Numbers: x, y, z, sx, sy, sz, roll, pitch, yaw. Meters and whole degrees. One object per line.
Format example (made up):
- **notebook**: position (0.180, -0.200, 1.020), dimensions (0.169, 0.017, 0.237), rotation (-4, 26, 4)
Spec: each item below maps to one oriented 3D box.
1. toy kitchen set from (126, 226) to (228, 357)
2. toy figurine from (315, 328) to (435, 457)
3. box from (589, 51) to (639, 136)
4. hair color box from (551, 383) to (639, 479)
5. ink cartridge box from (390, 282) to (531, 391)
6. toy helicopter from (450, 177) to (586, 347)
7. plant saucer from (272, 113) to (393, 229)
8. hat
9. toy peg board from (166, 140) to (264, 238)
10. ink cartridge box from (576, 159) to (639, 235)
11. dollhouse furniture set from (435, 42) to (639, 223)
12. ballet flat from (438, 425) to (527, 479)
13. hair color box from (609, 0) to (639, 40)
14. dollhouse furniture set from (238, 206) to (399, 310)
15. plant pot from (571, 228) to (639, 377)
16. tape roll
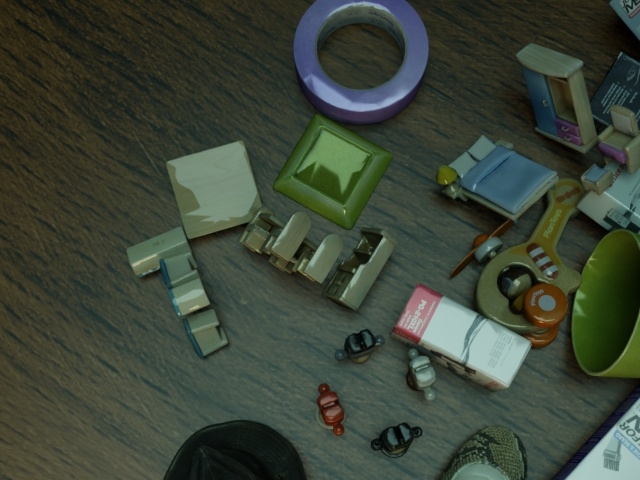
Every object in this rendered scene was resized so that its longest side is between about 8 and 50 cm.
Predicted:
- **toy kitchen set**: position (-0.283, 0.112, 1.964), dimensions (0.122, 0.166, 0.207), rotation (-22, 42, -4)
- **toy figurine**: position (0.107, 0.289, 1.882), dimensions (0.213, 0.148, 0.210), rotation (21, 73, 8)
- **box**: position (0.627, -0.266, 2.008), dimensions (0.158, 0.093, 0.156), rotation (33, 80, 8)
- **hair color box**: position (0.577, 0.440, 1.855), dimensions (0.185, 0.110, 0.339), rotation (44, 84, 8)
- **ink cartridge box**: position (0.261, 0.188, 1.879), dimensions (0.237, 0.172, 0.100), rotation (28, 80, 6)
- **toy helicopter**: position (0.412, 0.018, 1.956), dimensions (0.234, 0.140, 0.355), rotation (25, 69, 15)
- **plant saucer**: position (0.025, -0.147, 2.019), dimensions (0.188, 0.045, 0.188), rotation (29, 80, 7)
- **hat**: position (-0.177, 0.459, 1.799), dimensions (0.331, 0.134, 0.331), rotation (-8, 56, 12)
- **toy peg board**: position (-0.211, -0.103, 2.010), dimensions (0.161, 0.079, 0.161), rotation (-16, 94, -2)
- **ink cartridge box**: position (0.629, -0.071, 1.944), dimensions (0.208, 0.087, 0.153), rotation (38, 56, 7)
- **dollhouse furniture set**: position (0.395, -0.179, 1.874), dimensions (0.303, 0.198, 0.286), rotation (-40, 41, -14)
- **ballet flat**: position (0.240, 0.553, 1.798), dimensions (0.164, 0.182, 0.483), rotation (34, 80, 9)
- **hair color box**: position (0.767, -0.381, 1.978), dimensions (0.185, 0.113, 0.375), rotation (-25, 76, -45)
- **dollhouse furniture set**: position (0.000, 0.000, 1.911), dimensions (0.242, 0.212, 0.161), rotation (35, 82, -19)
- **plant pot**: position (0.661, 0.143, 1.841), dimensions (0.293, 0.275, 0.275), rotation (13, 78, -9)
- **tape roll**: position (0.083, -0.381, 2.046), dimensions (0.274, 0.090, 0.275), rotation (0, 77, 1)
